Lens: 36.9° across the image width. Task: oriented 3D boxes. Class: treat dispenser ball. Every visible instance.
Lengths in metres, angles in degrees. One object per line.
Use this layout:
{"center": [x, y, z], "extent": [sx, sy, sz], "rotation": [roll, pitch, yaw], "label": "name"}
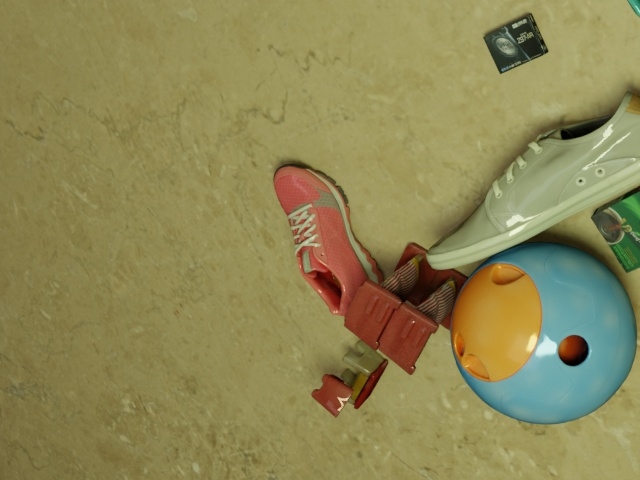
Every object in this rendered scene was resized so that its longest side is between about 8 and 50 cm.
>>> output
{"center": [0.349, 0.145, 1.518], "extent": [0.288, 0.288, 0.288], "rotation": [14, 119, 28], "label": "treat dispenser ball"}

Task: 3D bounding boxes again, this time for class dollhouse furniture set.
{"center": [0.119, 0.207, 1.757], "extent": [0.152, 0.201, 0.374], "rotation": [35, 126, 16], "label": "dollhouse furniture set"}

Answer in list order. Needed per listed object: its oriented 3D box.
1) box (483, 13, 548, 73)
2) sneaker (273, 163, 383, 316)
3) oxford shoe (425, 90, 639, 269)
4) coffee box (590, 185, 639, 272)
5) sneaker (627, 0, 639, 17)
{"center": [0.306, -0.308, 1.505], "extent": [0.083, 0.018, 0.067], "rotation": [-19, 101, 38], "label": "box"}
{"center": [0.001, 0.000, 1.780], "extent": [0.116, 0.136, 0.313], "rotation": [-30, 94, 38], "label": "sneaker"}
{"center": [0.341, -0.089, 1.496], "extent": [0.449, 0.169, 0.130], "rotation": [-32, 95, 32], "label": "oxford shoe"}
{"center": [0.523, -0.037, 1.475], "extent": [0.184, 0.040, 0.113], "rotation": [-31, 93, 39], "label": "coffee box"}
{"center": [0.440, -0.400, 1.314], "extent": [0.107, 0.110, 0.275], "rotation": [-26, 95, 39], "label": "sneaker"}
